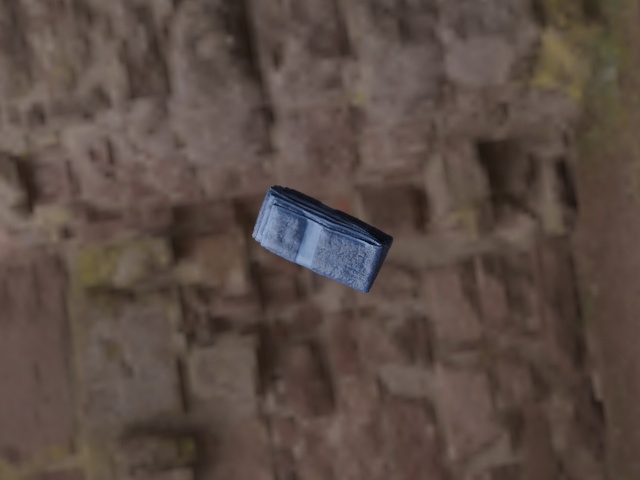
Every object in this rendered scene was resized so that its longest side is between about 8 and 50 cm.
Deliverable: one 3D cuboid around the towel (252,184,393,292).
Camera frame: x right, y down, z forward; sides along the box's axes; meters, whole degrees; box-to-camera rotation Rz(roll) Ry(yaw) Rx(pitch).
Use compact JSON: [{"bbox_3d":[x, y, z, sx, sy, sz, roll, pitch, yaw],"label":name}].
[{"bbox_3d":[0.000,0.000,1.764,0.029,0.119,0.067,-59,-9,-54],"label":"towel"}]
